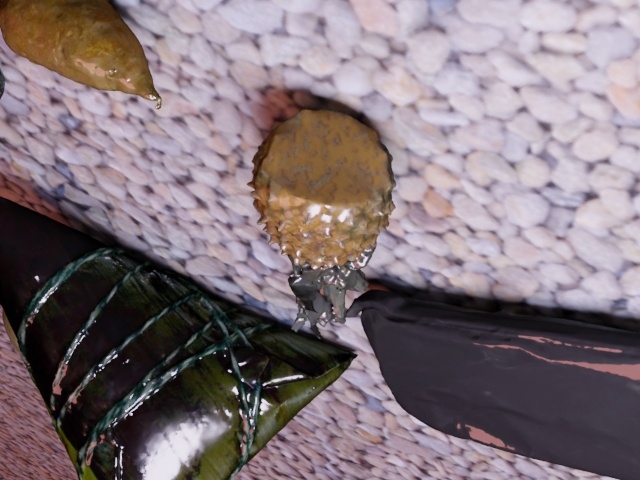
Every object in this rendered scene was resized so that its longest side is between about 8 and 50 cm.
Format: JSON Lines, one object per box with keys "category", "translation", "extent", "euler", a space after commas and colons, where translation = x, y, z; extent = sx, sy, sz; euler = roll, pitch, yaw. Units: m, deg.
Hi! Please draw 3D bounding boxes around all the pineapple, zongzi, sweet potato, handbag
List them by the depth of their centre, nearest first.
{"category": "sweet potato", "translation": [-0.223, -0.177, 0.814], "extent": [0.270, 0.074, 0.074], "euler": [25, 151, 25]}
{"category": "pineapple", "translation": [0.000, 0.000, 0.853], "extent": [0.125, 0.125, 0.251], "euler": [23, 155, 10]}
{"category": "handbag", "translation": [0.186, 0.129, 0.924], "extent": [0.332, 0.075, 0.191], "euler": [10, 143, 33]}
{"category": "zongzi", "translation": [-0.224, 0.102, 1.099], "extent": [0.384, 0.319, 0.362], "euler": [28, 156, 38]}

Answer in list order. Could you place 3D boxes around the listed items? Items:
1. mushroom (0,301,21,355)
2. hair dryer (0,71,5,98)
{"category": "mushroom", "translation": [-0.346, 0.152, 1.403], "extent": [0.107, 0.087, 0.333], "euler": [16, 150, 19]}
{"category": "hair dryer", "translation": [-0.332, -0.186, 0.929], "extent": [0.071, 0.047, 0.150], "euler": [20, 138, 12]}
